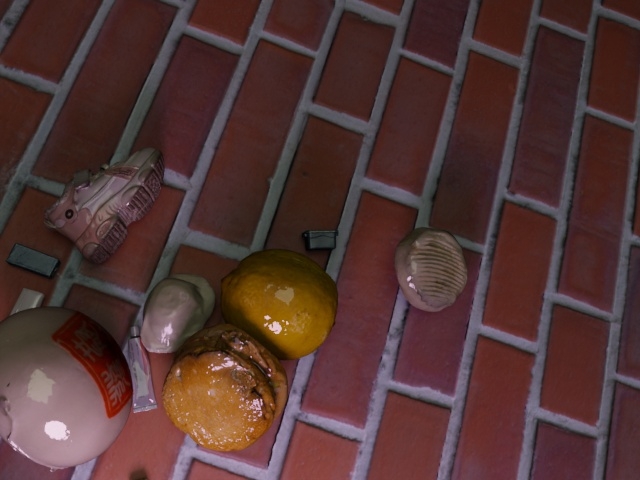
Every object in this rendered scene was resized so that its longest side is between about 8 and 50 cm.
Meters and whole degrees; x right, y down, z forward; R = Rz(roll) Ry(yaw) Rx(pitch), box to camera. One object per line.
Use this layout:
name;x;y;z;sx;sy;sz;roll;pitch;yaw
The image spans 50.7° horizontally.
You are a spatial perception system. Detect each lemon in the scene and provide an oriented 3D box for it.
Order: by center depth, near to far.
lemon;-0.103;0.159;1.718;0.296;0.297;0.297;4;71;-11

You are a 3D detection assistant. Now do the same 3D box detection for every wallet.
wallet;-0.748;0.184;1.702;0.061;0.025;0.122;18;69;1

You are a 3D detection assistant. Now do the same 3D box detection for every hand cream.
hand cream;-0.457;0.323;1.717;0.052;0.038;0.216;-12;79;9

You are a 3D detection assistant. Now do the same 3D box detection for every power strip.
power strip;-0.738;0.055;1.742;0.123;0.032;0.056;21;69;-5

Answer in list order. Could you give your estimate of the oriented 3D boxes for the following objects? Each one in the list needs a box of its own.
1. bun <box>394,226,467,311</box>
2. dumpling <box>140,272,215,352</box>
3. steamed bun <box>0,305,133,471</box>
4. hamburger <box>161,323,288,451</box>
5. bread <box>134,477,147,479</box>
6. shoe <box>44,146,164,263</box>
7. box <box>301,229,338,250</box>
bun;0.300;0.077;1.904;0.239;0.141;0.239;5;80;-33
dumpling;-0.369;0.183;1.733;0.162;0.132;0.250;19;53;4
steamed bun;-0.566;0.302;1.508;0.241;0.374;0.374;-38;83;1
hamburger;-0.226;0.348;1.621;0.290;0.314;0.170;42;32;-3
bread;-0.429;0.615;1.621;0.046;0.036;0.083;-15;77;-8
shoe;-0.561;-0.127;1.770;0.198;0.172;0.351;31;66;2
box;0.000;0.000;1.907;0.099;0.074;0.054;-1;82;-12
